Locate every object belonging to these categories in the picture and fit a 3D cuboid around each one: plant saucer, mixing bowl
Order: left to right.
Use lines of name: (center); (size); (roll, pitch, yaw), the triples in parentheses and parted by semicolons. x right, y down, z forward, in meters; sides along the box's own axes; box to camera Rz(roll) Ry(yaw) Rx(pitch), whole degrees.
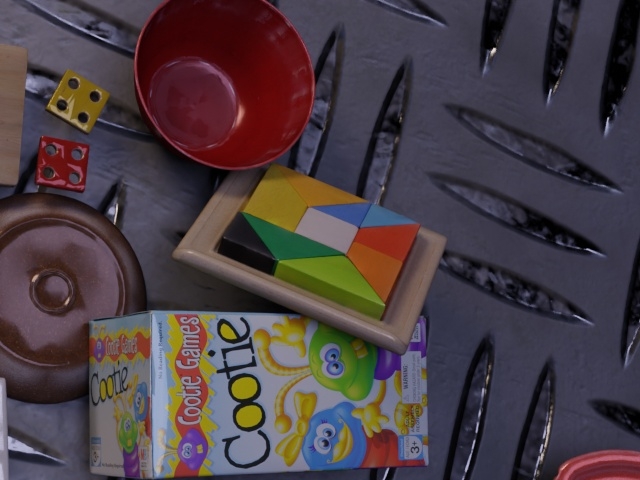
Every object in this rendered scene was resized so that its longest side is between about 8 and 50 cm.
plant saucer: (-0.248, 0.049, 1.365); (0.199, 0.036, 0.198); (6, 76, -25)
mixing bowl: (-0.107, -0.145, 1.439); (0.181, 0.098, 0.181); (6, 76, -24)

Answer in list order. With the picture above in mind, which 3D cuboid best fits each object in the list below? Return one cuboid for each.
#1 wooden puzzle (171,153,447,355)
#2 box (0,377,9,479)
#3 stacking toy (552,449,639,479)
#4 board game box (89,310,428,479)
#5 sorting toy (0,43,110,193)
wooden puzzle: (0.000, 0.000, 1.379); (0.221, 0.044, 0.238); (22, 28, 3)
box: (-0.334, 0.205, 1.257); (0.130, 0.091, 0.170); (1, 78, -25)
stacking toy: (0.268, 0.377, 1.521); (0.280, 0.130, 0.309); (-8, 78, 0)
board game box: (-0.055, 0.139, 1.354); (0.275, 0.144, 0.142); (3, 83, -30)
sorting toy: (-0.331, -0.115, 1.357); (0.275, 0.046, 0.132); (7, 75, -23)
